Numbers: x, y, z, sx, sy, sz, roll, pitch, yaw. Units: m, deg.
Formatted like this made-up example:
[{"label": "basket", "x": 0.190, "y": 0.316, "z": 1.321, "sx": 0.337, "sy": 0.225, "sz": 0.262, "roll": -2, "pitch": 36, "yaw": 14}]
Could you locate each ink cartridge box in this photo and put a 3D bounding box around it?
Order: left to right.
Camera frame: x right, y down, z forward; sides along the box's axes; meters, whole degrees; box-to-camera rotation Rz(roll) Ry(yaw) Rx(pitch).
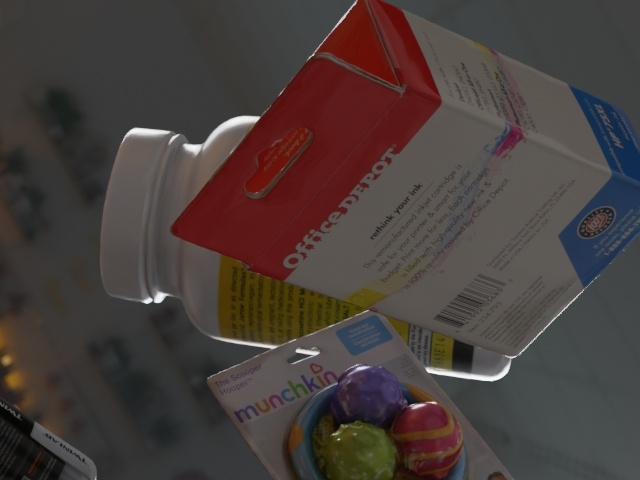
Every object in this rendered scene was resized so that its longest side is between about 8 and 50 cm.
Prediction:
[{"label": "ink cartridge box", "x": 0.045, "y": -0.034, "z": 0.958, "sx": 0.231, "sy": 0.134, "sz": 0.078, "roll": 20, "pitch": 35, "yaw": -34}]

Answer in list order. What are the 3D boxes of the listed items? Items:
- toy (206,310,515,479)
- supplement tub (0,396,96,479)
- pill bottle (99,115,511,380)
[{"label": "toy", "x": 0.050, "y": 0.136, "z": 1.162, "sx": 0.237, "sy": 0.137, "sz": 0.056, "roll": 54, "pitch": -32, "yaw": 26}, {"label": "supplement tub", "x": -0.270, "y": 0.162, "z": 1.392, "sx": 0.190, "sy": 0.117, "sz": 0.117, "roll": 37, "pitch": -3, "yaw": -11}, {"label": "pill bottle", "x": 0.000, "y": 0.000, "z": 1.537, "sx": 0.188, "sy": 0.334, "sz": 0.188, "roll": 8, "pitch": 90, "yaw": -84}]
